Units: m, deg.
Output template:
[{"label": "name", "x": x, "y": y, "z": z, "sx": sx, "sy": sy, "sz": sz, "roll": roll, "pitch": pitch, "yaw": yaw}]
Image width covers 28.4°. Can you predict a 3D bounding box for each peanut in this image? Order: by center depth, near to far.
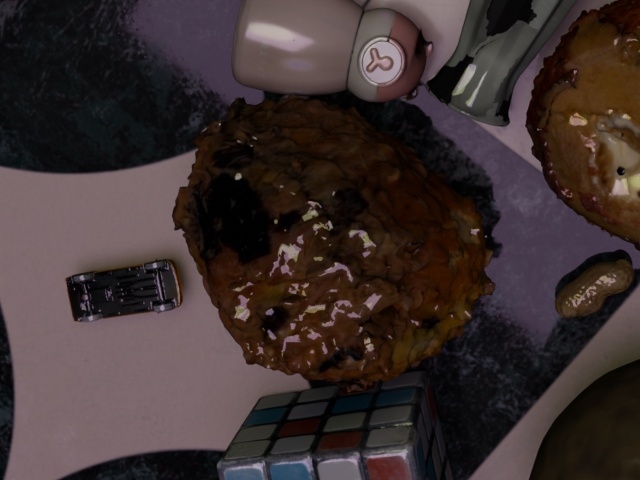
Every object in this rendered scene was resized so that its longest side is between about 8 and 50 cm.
[{"label": "peanut", "x": 0.352, "y": 0.062, "z": 1.625, "sx": 0.113, "sy": 0.054, "sz": 0.054, "roll": -36, "pitch": 95, "yaw": 17}]

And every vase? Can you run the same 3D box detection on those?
[{"label": "vase", "x": 0.250, "y": -0.318, "z": 1.496, "sx": 0.165, "sy": 0.165, "sz": 0.360, "roll": 27, "pitch": 113, "yaw": 3}]

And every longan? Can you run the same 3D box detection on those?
[{"label": "longan", "x": 0.443, "y": 0.322, "z": 1.504, "sx": 0.391, "sy": 0.391, "sz": 0.390, "roll": 3, "pitch": 105, "yaw": 10}]

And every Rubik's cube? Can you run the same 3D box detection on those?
[{"label": "Rubik's cube", "x": 0.034, "y": 0.343, "z": 1.652, "sx": 0.256, "sy": 0.253, "sz": 0.258, "roll": -10, "pitch": 101, "yaw": 14}]

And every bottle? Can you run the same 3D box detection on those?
[{"label": "bottle", "x": 0.019, "y": -0.240, "z": 1.560, "sx": 0.237, "sy": 0.147, "sz": 0.147, "roll": 13, "pitch": 107, "yaw": 4}]

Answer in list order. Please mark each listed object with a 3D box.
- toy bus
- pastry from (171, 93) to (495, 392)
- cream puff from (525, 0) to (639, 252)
[{"label": "toy bus", "x": -0.262, "y": 0.066, "z": 1.730, "sx": 0.162, "sy": 0.074, "sz": 0.069, "roll": -9, "pitch": 95, "yaw": 15}, {"label": "pastry", "x": 0.004, "y": 0.011, "z": 1.530, "sx": 0.405, "sy": 0.337, "sz": 0.292, "roll": 37, "pitch": 117, "yaw": -1}, {"label": "cream puff", "x": 0.407, "y": -0.138, "z": 1.459, "sx": 0.351, "sy": 0.228, "sz": 0.350, "roll": 17, "pitch": 131, "yaw": 21}]
